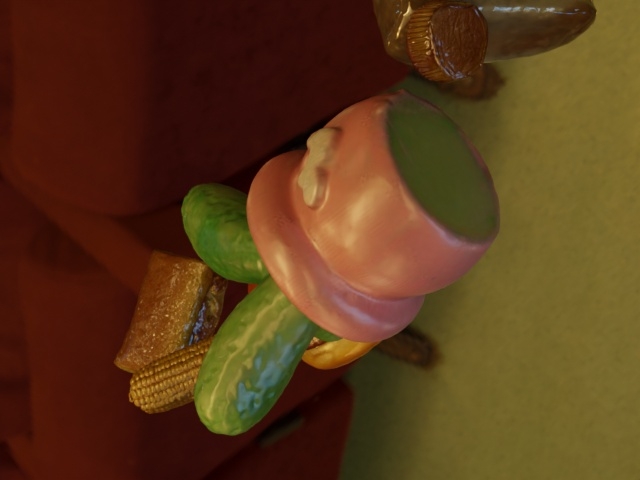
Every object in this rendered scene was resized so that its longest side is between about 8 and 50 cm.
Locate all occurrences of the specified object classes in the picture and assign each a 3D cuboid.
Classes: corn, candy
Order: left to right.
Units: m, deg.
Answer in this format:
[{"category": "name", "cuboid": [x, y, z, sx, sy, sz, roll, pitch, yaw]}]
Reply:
[{"category": "corn", "cuboid": [-0.128, 0.148, 1.595, 0.207, 0.068, 0.068, -24, 103, 5]}, {"category": "candy", "cuboid": [0.172, -0.252, 1.432, 0.102, 0.234, 0.104, 125, 137, -59]}]

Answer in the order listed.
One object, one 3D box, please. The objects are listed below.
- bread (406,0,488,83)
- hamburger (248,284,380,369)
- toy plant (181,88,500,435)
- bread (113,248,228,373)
[{"category": "bread", "cuboid": [0.123, -0.197, 1.340, 0.053, 0.085, 0.085, 5, 122, 58]}, {"category": "hamburger", "cuboid": [0.012, 0.033, 1.709, 0.170, 0.246, 0.246, 40, 141, -17]}, {"category": "toy plant", "cuboid": [0.000, -0.004, 1.369, 0.356, 0.211, 0.317, -42, 43, 38]}, {"category": "bread", "cuboid": [-0.195, 0.105, 1.807, 0.132, 0.103, 0.172, 12, 84, 42]}]
